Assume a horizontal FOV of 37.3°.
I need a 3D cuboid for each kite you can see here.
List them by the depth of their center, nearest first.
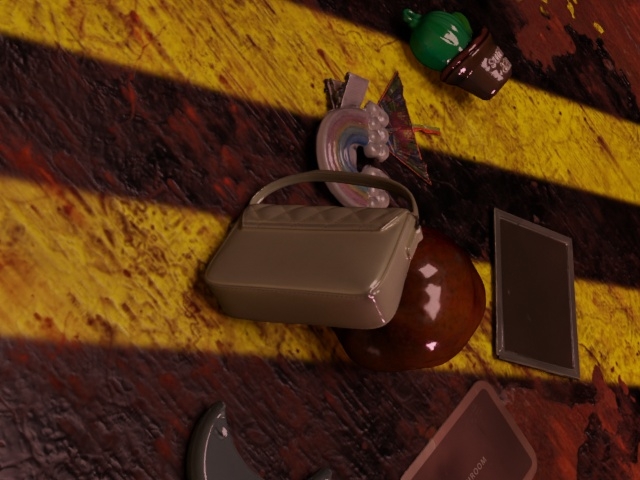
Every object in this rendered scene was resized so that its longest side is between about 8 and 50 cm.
[{"bbox_3d":[0.130,-0.173,1.464,0.159,0.010,0.189,-10,81,-41],"label":"kite"}]

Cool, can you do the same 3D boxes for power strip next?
[{"bbox_3d":[-0.068,0.293,1.109,0.216,0.044,0.137,39,54,-22],"label":"power strip"}]

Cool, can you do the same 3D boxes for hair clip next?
[{"bbox_3d":[0.041,-0.134,1.357,0.140,0.054,0.220,15,69,-42],"label":"hair clip"}]

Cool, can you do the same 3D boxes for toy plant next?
[{"bbox_3d":[0.217,-0.315,1.528,0.200,0.105,0.143,41,44,-6],"label":"toy plant"}]

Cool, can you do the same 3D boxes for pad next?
[{"bbox_3d":[0.216,0.336,1.355,0.266,0.002,0.176,-41,101,-41],"label":"pad"}]

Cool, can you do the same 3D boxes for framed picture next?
[{"bbox_3d":[0.349,0.089,1.545,0.197,0.014,0.252,18,64,-34],"label":"framed picture"}]

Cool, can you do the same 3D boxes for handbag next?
[{"bbox_3d":[0.000,0.000,1.152,0.219,0.256,0.079,-66,147,-35],"label":"handbag"}]

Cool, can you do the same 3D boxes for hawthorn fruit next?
[{"bbox_3d":[0.122,0.068,1.254,0.248,0.208,0.208,-7,79,-53],"label":"hawthorn fruit"}]
